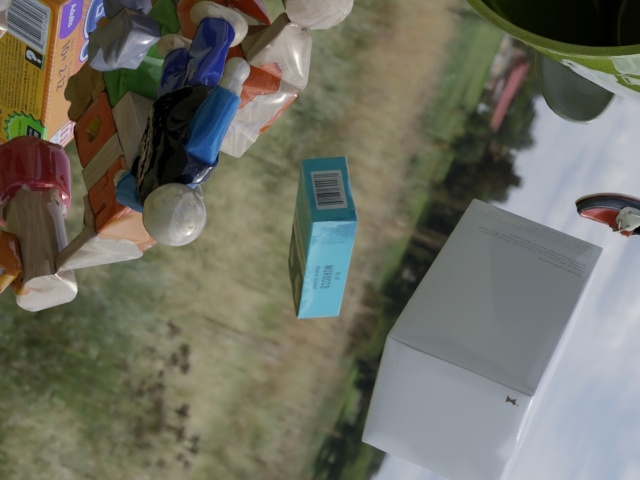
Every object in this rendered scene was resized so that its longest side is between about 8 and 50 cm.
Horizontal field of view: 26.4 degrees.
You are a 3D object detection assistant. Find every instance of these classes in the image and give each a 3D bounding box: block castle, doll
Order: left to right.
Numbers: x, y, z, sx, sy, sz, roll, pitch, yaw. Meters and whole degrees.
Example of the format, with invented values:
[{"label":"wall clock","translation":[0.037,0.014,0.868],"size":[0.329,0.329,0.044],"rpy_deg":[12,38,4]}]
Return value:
[{"label":"block castle","translation":[-0.215,-0.170,1.079],"size":[0.453,0.303,0.212],"rpy_deg":[-43,-134,28]},{"label":"doll","translation":[-0.083,-0.072,0.843],"size":[0.129,0.046,0.189],"rpy_deg":[-37,-148,35]}]

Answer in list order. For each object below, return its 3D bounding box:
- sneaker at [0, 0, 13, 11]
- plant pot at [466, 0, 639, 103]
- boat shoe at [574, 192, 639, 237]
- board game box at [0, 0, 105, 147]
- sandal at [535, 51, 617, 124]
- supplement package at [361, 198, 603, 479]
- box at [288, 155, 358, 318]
[{"label":"sneaker","translation":[-0.205,-0.171,0.658],"size":[0.066,0.071,0.188],"rpy_deg":[96,-28,-42]},{"label":"plant pot","translation":[0.332,-0.271,1.249],"size":[0.353,0.366,0.366],"rpy_deg":[32,80,-59]},{"label":"boat shoe","translation":[0.356,-0.023,1.552],"size":[0.049,0.137,0.043],"rpy_deg":[121,-23,-68]},{"label":"board game box","translation":[-0.418,-0.402,1.930],"size":[0.356,0.356,0.356],"rpy_deg":[-53,173,-35]},{"label":"sandal","translation":[0.348,-0.277,1.623],"size":[0.086,0.120,0.302],"rpy_deg":[-87,-162,-64]},{"label":"supplement package","translation":[0.192,0.119,1.598],"size":[0.293,0.175,0.177],"rpy_deg":[-53,160,-48]},{"label":"box","translation":[0.000,0.000,1.780],"size":[0.244,0.060,0.100],"rpy_deg":[100,-16,-57]}]
